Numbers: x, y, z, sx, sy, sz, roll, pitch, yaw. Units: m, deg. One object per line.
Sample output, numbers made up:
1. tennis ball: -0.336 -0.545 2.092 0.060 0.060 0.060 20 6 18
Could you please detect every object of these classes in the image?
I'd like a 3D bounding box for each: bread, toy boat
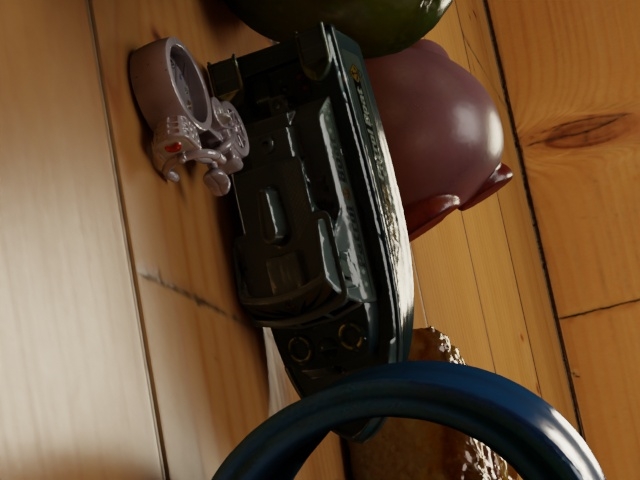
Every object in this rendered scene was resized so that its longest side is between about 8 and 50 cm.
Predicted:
1. bread: 0.108 0.229 1.456 0.185 0.114 0.274 43 33 -55
2. toy boat: -0.002 -0.002 1.262 0.122 0.114 0.296 2 74 -56

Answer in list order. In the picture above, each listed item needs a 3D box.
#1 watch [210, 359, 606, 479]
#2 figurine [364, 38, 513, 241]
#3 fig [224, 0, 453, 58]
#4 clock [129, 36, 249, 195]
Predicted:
1. watch: 0.041 0.225 0.996 0.274 0.305 0.241 46 7 6
2. figurine: 0.083 -0.097 1.651 0.173 0.173 0.173 -14 90 -78
3. fig: 0.007 -0.228 1.436 0.275 0.206 0.206 126 -48 -78
4. clock: -0.081 -0.075 1.152 0.129 0.041 0.087 43 31 -60
